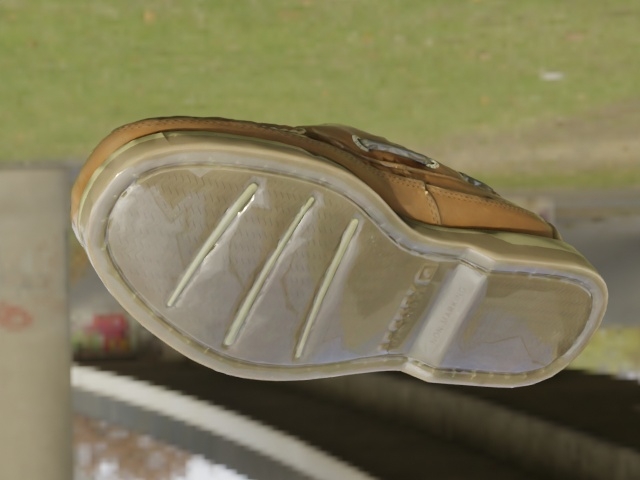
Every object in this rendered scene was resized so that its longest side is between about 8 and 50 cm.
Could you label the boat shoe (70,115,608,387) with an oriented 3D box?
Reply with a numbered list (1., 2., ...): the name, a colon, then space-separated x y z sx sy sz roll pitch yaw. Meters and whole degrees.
1. boat shoe: 0.000 0.000 0.827 0.307 0.110 0.104 19 -157 -41
